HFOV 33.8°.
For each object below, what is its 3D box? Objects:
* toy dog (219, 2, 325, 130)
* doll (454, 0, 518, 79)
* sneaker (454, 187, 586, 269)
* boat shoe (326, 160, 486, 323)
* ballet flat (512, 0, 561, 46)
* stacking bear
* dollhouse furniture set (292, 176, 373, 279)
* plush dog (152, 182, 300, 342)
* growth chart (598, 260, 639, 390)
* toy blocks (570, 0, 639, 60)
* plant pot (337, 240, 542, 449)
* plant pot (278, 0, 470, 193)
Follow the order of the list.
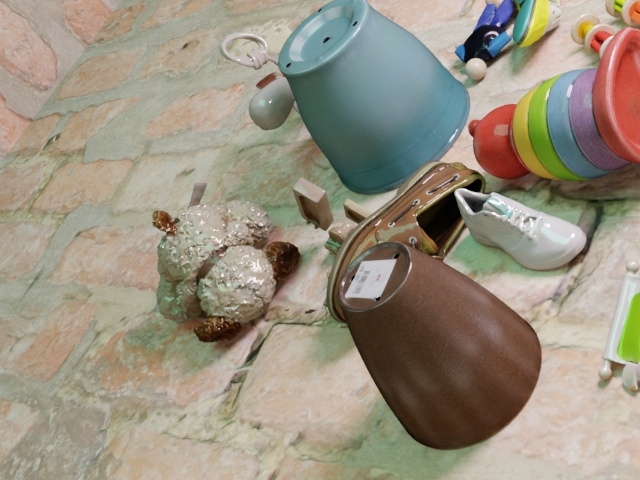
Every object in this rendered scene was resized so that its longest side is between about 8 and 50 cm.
[{"bbox_3d":[-0.031,-0.310,2.024,0.334,0.161,0.220,-26,67,-27],"label":"toy dog"},{"bbox_3d":[0.295,-0.357,1.844,0.129,0.046,0.189,-6,48,44],"label":"doll"},{"bbox_3d":[0.266,-0.025,1.458,0.212,0.094,0.080,19,66,50],"label":"sneaker"},{"bbox_3d":[0.127,0.000,1.561,0.307,0.111,0.104,-53,33,-15],"label":"boat shoe"},{"bbox_3d":[0.370,-0.397,1.785,0.231,0.077,0.077,-81,13,-48],"label":"ballet flat"},{"bbox_3d":[0.338,-0.159,1.489,0.289,0.175,0.164,-12,36,52],"label":"stacking bear"},{"bbox_3d":[0.000,0.000,1.666,0.151,0.144,0.123,31,74,19],"label":"dollhouse furniture set"},{"bbox_3d":[-0.167,0.046,1.779,0.225,0.210,0.262,37,83,30],"label":"plush dog"},{"bbox_3d":[0.418,0.086,1.182,0.237,0.021,0.172,-12,59,53],"label":"growth chart"},{"bbox_3d":[0.468,-0.324,1.617,0.123,0.054,0.148,-39,33,8],"label":"toy blocks"},{"bbox_3d":[0.128,0.112,1.325,0.215,0.230,0.215,-28,36,23],"label":"plant pot"},{"bbox_3d":[0.074,-0.263,1.781,0.272,0.255,0.271,-27,36,22],"label":"plant pot"}]
